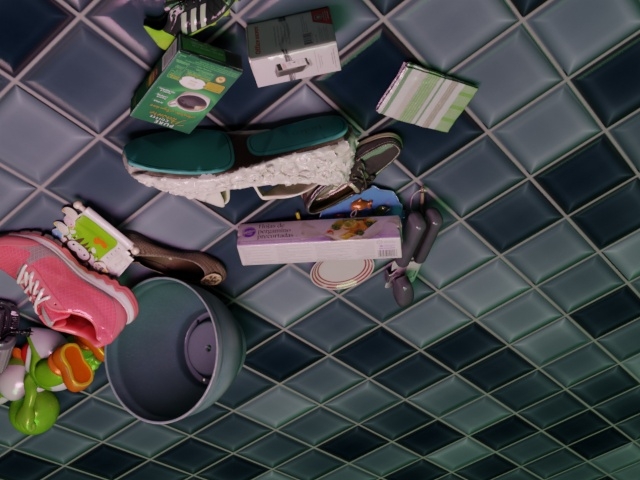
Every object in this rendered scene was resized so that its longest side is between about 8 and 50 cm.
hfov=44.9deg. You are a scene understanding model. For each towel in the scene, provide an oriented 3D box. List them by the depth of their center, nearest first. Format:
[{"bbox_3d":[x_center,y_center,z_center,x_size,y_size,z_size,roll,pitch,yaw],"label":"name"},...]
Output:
[{"bbox_3d":[0.187,-0.251,1.364,0.152,0.023,0.113,12,136,-25],"label":"towel"}]

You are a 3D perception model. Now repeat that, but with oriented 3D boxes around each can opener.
[{"bbox_3d":[0.199,0.045,1.616,0.076,0.095,0.283,-13,152,-16],"label":"can opener"}]

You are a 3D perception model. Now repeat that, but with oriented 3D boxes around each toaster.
[{"bbox_3d":[-0.722,0.201,1.608,0.227,0.129,0.146,9,138,-23],"label":"toaster"}]

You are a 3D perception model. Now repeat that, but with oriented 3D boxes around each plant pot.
[{"bbox_3d":[-0.279,0.230,1.636,0.293,0.293,0.196,-31,160,22],"label":"plant pot"}]

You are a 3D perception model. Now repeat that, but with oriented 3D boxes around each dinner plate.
[{"bbox_3d":[0.046,0.060,1.669,0.141,0.017,0.141,-7,143,-5],"label":"dinner plate"}]

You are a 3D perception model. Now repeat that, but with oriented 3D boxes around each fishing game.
[{"bbox_3d":[0.086,-0.038,1.561,0.264,0.041,0.189,-9,140,-1],"label":"fishing game"}]

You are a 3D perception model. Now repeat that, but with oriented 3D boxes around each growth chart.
[{"bbox_3d":[-0.453,0.029,1.508,0.172,0.021,0.237,34,131,-11],"label":"growth chart"}]

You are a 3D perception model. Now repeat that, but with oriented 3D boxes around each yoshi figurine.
[{"bbox_3d":[-0.591,0.323,1.712,0.362,0.203,0.203,-27,147,34],"label":"yoshi figurine"}]

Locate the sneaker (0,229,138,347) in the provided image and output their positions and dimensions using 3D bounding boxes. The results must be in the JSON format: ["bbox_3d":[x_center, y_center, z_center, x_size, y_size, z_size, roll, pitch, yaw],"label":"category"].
[{"bbox_3d":[-0.506,0.093,1.473,0.313,0.136,0.116,30,131,-6],"label":"sneaker"}]

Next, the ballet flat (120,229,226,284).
[{"bbox_3d":[-0.302,0.048,1.566,0.250,0.058,0.084,24,127,-31],"label":"ballet flat"}]

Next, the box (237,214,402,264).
[{"bbox_3d":[0.000,0.000,1.530,0.324,0.063,0.067,-4,138,7],"label":"box"}]

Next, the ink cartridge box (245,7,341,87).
[{"bbox_3d":[-0.043,-0.301,1.205,0.135,0.099,0.056,-11,139,3],"label":"ink cartridge box"}]

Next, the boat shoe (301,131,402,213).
[{"bbox_3d":[0.061,-0.117,1.442,0.223,0.073,0.080,-30,135,21],"label":"boat shoe"}]

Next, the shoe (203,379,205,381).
[{"bbox_3d":[-0.287,0.326,1.859,0.219,0.077,0.058,-33,128,21],"label":"shoe"}]

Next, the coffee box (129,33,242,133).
[{"bbox_3d":[-0.218,-0.246,1.238,0.113,0.040,0.184,12,148,-33],"label":"coffee box"}]

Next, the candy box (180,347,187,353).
[{"bbox_3d":[-0.389,0.262,1.789,0.186,0.053,0.109,11,134,-19],"label":"candy box"}]

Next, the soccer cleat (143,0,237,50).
[{"bbox_3d":[-0.189,-0.349,1.156,0.179,0.060,0.072,-30,133,25],"label":"soccer cleat"}]

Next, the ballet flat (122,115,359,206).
[{"bbox_3d":[-0.132,-0.120,1.346,0.408,0.147,0.147,-6,138,-3],"label":"ballet flat"}]
